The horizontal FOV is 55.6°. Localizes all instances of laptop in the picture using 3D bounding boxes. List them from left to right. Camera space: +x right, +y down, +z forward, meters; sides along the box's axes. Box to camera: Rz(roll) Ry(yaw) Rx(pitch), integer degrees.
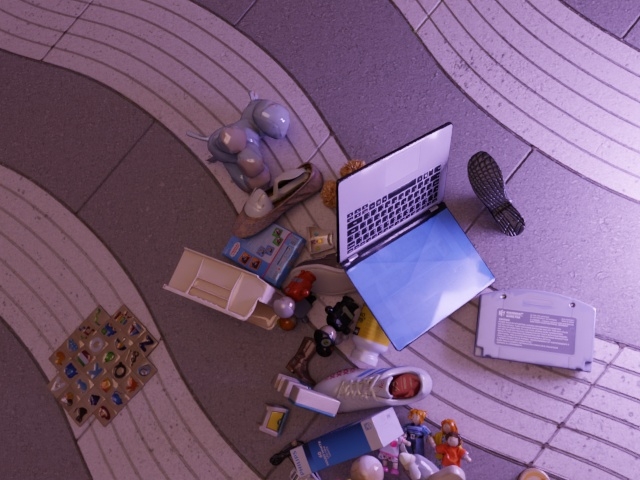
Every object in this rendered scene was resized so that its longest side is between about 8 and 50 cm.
[{"bbox_3d":[0.257,-0.014,1.514,0.382,0.407,0.236,-30,49,-27],"label":"laptop"}]

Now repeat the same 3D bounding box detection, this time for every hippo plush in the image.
[{"bbox_3d":[-0.196,-0.296,1.809,0.236,0.234,0.294,-45,31,-18],"label":"hippo plush"}]

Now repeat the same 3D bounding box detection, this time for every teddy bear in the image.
[{"bbox_3d":[0.143,-0.080,1.716,0.245,0.113,0.337,-27,74,7],"label":"teddy bear"}]

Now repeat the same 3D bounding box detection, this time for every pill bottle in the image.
[{"bbox_3d":[0.146,0.243,1.650,0.103,0.103,0.184,19,82,14],"label":"pill bottle"}]

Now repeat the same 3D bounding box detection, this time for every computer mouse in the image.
[{"bbox_3d":[-0.045,0.640,1.637,0.106,0.042,0.193,-37,68,-3],"label":"computer mouse"}]

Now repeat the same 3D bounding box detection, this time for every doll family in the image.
[{"bbox_3d":[0.273,0.528,1.576,0.263,0.118,0.163,3,85,30],"label":"doll family"}]

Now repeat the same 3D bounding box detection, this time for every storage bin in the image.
[{"bbox_3d":[-0.244,0.141,1.666,0.261,0.262,0.123,20,81,14],"label":"storage bin"}]

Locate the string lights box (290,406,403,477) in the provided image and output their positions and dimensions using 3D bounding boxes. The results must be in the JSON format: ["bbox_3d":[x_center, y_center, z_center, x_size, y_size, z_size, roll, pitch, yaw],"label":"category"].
[{"bbox_3d":[0.066,0.515,1.552,0.260,0.133,0.076,-30,74,25],"label":"string lights box"}]

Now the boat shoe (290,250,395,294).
[{"bbox_3d":[0.072,0.079,1.691,0.325,0.116,0.096,-4,43,28],"label":"boat shoe"}]

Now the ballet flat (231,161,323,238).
[{"bbox_3d":[-0.135,-0.128,1.750,0.316,0.106,0.107,-37,55,-13],"label":"ballet flat"}]

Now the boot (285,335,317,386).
[{"bbox_3d":[-0.028,0.337,1.701,0.106,0.037,0.114,33,82,13],"label":"boot"}]

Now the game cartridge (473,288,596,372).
[{"bbox_3d":[0.563,0.229,1.600,0.295,0.060,0.195,7,83,12],"label":"game cartridge"}]

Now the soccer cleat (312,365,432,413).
[{"bbox_3d":[0.128,0.388,1.602,0.332,0.143,0.115,-11,76,9],"label":"soccer cleat"}]

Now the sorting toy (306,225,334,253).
[{"bbox_3d":[0.000,0.000,1.764,0.075,0.045,0.083,-6,77,2],"label":"sorting toy"}]

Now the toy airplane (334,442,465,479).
[{"bbox_3d":[0.153,0.656,1.471,0.387,0.384,0.272,-11,46,0],"label":"toy airplane"}]

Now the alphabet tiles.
[{"bbox_3d":[-0.657,0.374,1.826,0.285,0.011,0.342,43,88,15],"label":"alphabet tiles"}]

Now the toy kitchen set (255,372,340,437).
[{"bbox_3d":[-0.066,0.463,1.608,0.122,0.207,0.166,23,83,-20],"label":"toy kitchen set"}]

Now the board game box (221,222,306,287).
[{"bbox_3d":[-0.167,0.020,1.771,0.212,0.039,0.160,28,85,26],"label":"board game box"}]

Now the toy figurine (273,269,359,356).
[{"bbox_3d":[-0.017,0.207,1.631,0.213,0.209,0.148,32,67,12],"label":"toy figurine"}]

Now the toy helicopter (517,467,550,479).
[{"bbox_3d":[0.449,0.718,1.500,0.235,0.140,0.355,27,74,24],"label":"toy helicopter"}]

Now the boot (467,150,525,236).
[{"bbox_3d":[0.464,-0.118,1.627,0.084,0.161,0.246,-27,88,13],"label":"boot"}]
